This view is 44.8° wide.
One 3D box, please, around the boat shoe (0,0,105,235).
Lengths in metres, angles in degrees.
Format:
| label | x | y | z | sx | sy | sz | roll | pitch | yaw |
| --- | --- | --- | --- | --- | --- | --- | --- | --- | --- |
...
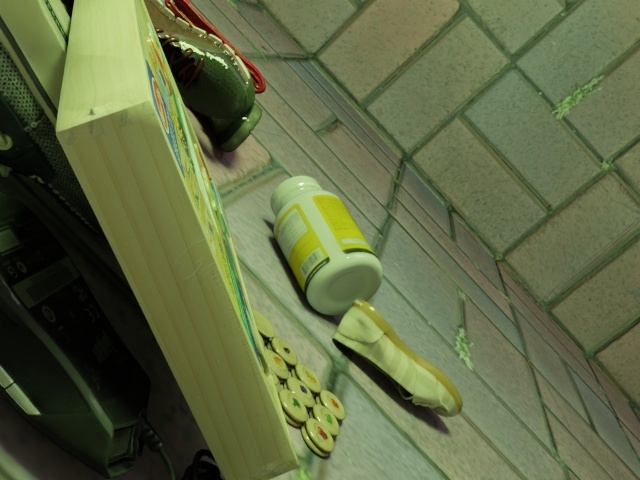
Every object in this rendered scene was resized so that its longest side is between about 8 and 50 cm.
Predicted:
| label | x | y | z | sx | sy | sz | roll | pitch | yaw |
| --- | --- | --- | --- | --- | --- | --- | --- | --- | --- |
| boat shoe | -0.248 | -0.102 | 0.569 | 0.341 | 0.158 | 0.127 | 76 | -8 | -49 |

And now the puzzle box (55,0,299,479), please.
| label | x | y | z | sx | sy | sz | roll | pitch | yaw |
| --- | --- | --- | --- | --- | --- | --- | --- | --- | --- |
| puzzle box | -0.117 | -0.046 | 0.608 | 0.409 | 0.052 | 0.272 | -117 | -173 | -58 |

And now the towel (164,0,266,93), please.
| label | x | y | z | sx | sy | sz | roll | pitch | yaw |
| --- | --- | --- | --- | --- | --- | --- | --- | --- | --- |
| towel | -0.172 | -0.317 | 1.272 | 0.199 | 0.031 | 0.275 | 45 | 2 | -15 |

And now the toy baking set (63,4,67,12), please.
| label | x | y | z | sx | sy | sz | roll | pitch | yaw |
| --- | --- | --- | --- | --- | --- | --- | --- | --- | --- |
| toy baking set | -0.305 | -0.307 | 1.088 | 0.196 | 0.030 | 0.256 | 31 | 22 | -48 |

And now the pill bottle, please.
| label | x | y | z | sx | sy | sz | roll | pitch | yaw |
| --- | --- | --- | --- | --- | --- | --- | --- | --- | --- |
| pill bottle | 0.000 | 0.000 | 1.010 | 0.103 | 0.103 | 0.184 | 32 | 21 | -46 |

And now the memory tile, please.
| label | x | y | z | sx | sy | sz | roll | pitch | yaw |
| --- | --- | --- | --- | --- | --- | --- | --- | --- | --- |
| memory tile | -0.032 | 0.134 | 0.752 | 0.148 | 0.012 | 0.113 | 47 | 14 | 0 |

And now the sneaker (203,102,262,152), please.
| label | x | y | z | sx | sy | sz | roll | pitch | yaw |
| --- | --- | --- | --- | --- | --- | --- | --- | --- | --- |
| sneaker | -0.160 | -0.211 | 1.154 | 0.130 | 0.087 | 0.227 | 38 | 14 | -27 |

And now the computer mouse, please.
| label | x | y | z | sx | sy | sz | roll | pitch | yaw |
| --- | --- | --- | --- | --- | --- | --- | --- | --- | --- |
| computer mouse | -0.148 | 0.100 | 0.429 | 0.262 | 0.060 | 0.184 | 56 | 8 | -13 |

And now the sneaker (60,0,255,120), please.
| label | x | y | z | sx | sy | sz | roll | pitch | yaw |
| --- | --- | --- | --- | --- | --- | --- | --- | --- | --- |
| sneaker | -0.225 | -0.237 | 0.988 | 0.281 | 0.106 | 0.162 | 40 | 31 | 1 |

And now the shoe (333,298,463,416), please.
| label | x | y | z | sx | sy | sz | roll | pitch | yaw |
| --- | --- | --- | --- | --- | --- | --- | --- | --- | --- |
| shoe | 0.098 | 0.162 | 0.982 | 0.219 | 0.058 | 0.076 | 46 | -17 | -22 |
